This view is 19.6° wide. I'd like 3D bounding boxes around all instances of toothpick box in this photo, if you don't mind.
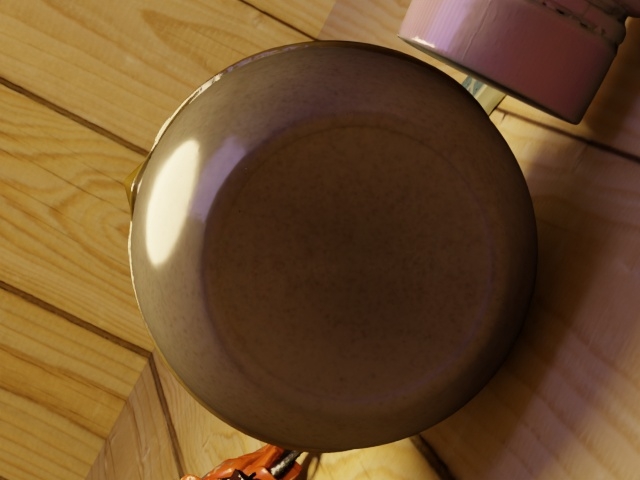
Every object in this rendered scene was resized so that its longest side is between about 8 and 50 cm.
[{"bbox_3d":[0.000,0.000,1.866,0.409,0.409,0.425,-63,8,2],"label":"toothpick box"}]

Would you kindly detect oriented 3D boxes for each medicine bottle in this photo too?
[{"bbox_3d":[0.241,-0.304,1.875,0.325,0.256,0.256,-65,12,6],"label":"medicine bottle"}]

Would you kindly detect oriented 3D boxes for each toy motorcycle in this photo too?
[{"bbox_3d":[-0.132,0.352,2.346,0.221,0.148,0.325,-44,2,-33],"label":"toy motorcycle"}]

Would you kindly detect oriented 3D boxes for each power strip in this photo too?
[{"bbox_3d":[0.204,-0.189,2.308,0.192,0.035,0.081,-53,16,43],"label":"power strip"}]

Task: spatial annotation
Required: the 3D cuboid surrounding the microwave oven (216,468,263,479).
[{"bbox_3d":[0.001,0.332,1.557,0.188,0.247,0.178,-63,15,4],"label":"microwave oven"}]
